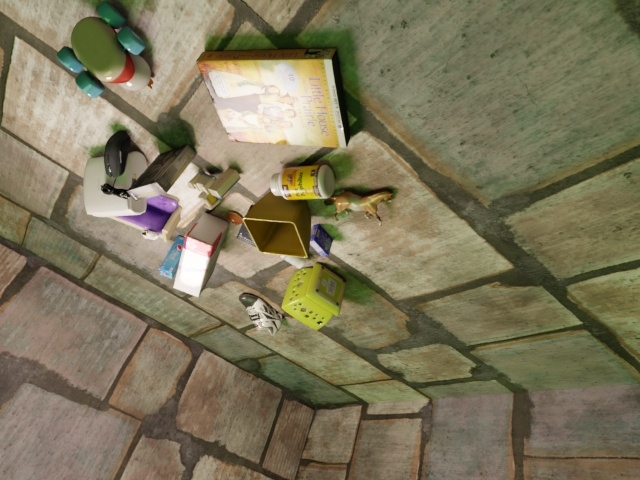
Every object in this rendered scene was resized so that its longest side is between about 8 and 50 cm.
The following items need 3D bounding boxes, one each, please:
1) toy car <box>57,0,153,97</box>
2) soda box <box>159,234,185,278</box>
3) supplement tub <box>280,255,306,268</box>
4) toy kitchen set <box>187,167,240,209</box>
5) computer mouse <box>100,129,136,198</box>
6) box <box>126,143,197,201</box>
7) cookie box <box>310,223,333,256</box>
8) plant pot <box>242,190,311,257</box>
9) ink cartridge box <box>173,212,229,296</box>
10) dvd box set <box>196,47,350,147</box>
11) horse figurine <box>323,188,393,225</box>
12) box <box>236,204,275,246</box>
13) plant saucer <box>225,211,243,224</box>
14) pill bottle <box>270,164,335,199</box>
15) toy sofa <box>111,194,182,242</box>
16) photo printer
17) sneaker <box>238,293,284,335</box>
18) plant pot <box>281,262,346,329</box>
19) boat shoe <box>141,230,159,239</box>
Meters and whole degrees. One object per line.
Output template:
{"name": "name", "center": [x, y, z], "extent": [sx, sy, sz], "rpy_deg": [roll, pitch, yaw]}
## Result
{"name": "toy car", "center": [-0.611, -0.544, 1.345], "extent": [0.210, 0.219, 0.238], "rpy_deg": [51, -170, 11]}
{"name": "soda box", "center": [-0.723, 0.081, 2.193], "extent": [0.067, 0.210, 0.071], "rpy_deg": [21, 146, -2]}
{"name": "supplement tub", "center": [-0.123, 0.073, 2.007], "extent": [0.107, 0.071, 0.071], "rpy_deg": [35, 143, -18]}
{"name": "toy kitchen set", "center": [-0.402, -0.201, 1.766], "extent": [0.207, 0.122, 0.166], "rpy_deg": [20, 152, 37]}
{"name": "computer mouse", "center": [-0.770, -0.288, 1.681], "extent": [0.184, 0.261, 0.060], "rpy_deg": [21, -172, 27]}
{"name": "box", "center": [-0.593, -0.255, 1.653], "extent": [0.183, 0.231, 0.056], "rpy_deg": [-8, 133, 33]}
{"name": "cookie box", "center": [0.000, 0.000, 1.829], "extent": [0.040, 0.091, 0.107], "rpy_deg": [-15, 132, 35]}
{"name": "plant pot", "center": [-0.142, -0.077, 1.710], "extent": [0.212, 0.187, 0.212], "rpy_deg": [6, 142, 20]}
{"name": "ink cartridge box", "center": [-0.535, 0.063, 1.977], "extent": [0.131, 0.226, 0.306], "rpy_deg": [23, 120, -5]}
{"name": "dvd box set", "center": [-0.132, -0.425, 1.342], "extent": [0.421, 0.062, 0.307], "rpy_deg": [7, 144, 18]}
{"name": "horse figurine", "center": [0.131, -0.128, 1.614], "extent": [0.264, 0.066, 0.174], "rpy_deg": [9, 150, 11]}
{"name": "box", "center": [-0.262, -0.047, 1.894], "extent": [0.156, 0.093, 0.158], "rpy_deg": [25, 144, -8]}
{"name": "plant saucer", "center": [-0.381, -0.101, 1.949], "extent": [0.084, 0.013, 0.083], "rpy_deg": [14, 146, 10]}
{"name": "pill bottle", "center": [-0.066, -0.204, 1.560], "extent": [0.215, 0.117, 0.117], "rpy_deg": [0, 141, 26]}
{"name": "toy sofa", "center": [-0.826, -0.148, 1.985], "extent": [0.363, 0.150, 0.177], "rpy_deg": [22, 146, -3]}
{"name": "photo printer", "center": [-0.860, -0.227, 1.821], "extent": [0.308, 0.255, 0.107], "rpy_deg": [-1, 179, 28]}
{"name": "sneaker", "center": [-0.353, 0.436, 2.555], "extent": [0.331, 0.146, 0.123], "rpy_deg": [41, 142, -25]}
{"name": "plant pot", "center": [-0.014, 0.252, 2.073], "extent": [0.227, 0.228, 0.207], "rpy_deg": [36, 135, -21]}
{"name": "boat shoe", "center": [-0.760, -0.027, 1.958], "extent": [0.100, 0.035, 0.035], "rpy_deg": [5, 149, 33]}
